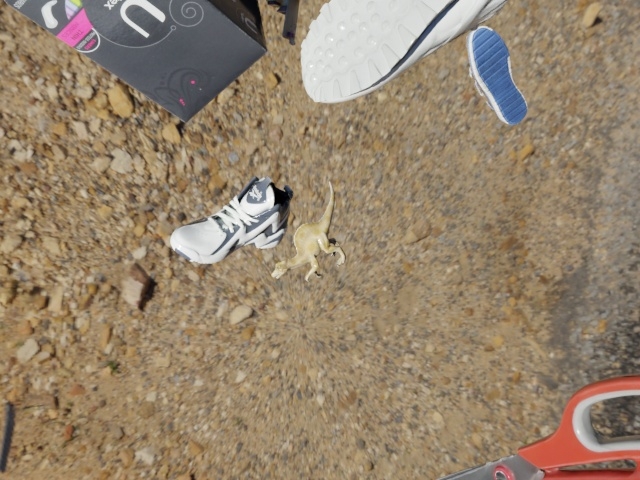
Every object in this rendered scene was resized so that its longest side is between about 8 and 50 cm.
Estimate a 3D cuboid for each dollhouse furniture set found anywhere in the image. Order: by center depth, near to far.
[{"bbox_3d":[-0.075,-0.334,0.957,0.090,0.114,0.081,15,99,38],"label":"dollhouse furniture set"}]

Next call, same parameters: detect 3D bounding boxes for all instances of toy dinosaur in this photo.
[{"bbox_3d":[0.000,0.000,1.056,0.092,0.053,0.183,43,75,-28],"label":"toy dinosaur"}]

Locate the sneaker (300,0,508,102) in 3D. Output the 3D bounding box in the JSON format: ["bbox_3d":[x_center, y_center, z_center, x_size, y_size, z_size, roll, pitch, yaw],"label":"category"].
[{"bbox_3d":[0.081,-0.180,0.526,0.235,0.094,0.090,-29,75,37],"label":"sneaker"}]

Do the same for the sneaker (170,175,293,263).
[{"bbox_3d":[-0.142,-0.049,1.152,0.234,0.153,0.094,-5,47,-35],"label":"sneaker"}]

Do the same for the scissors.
[{"bbox_3d":[0.137,0.146,0.443,0.021,0.297,0.109,-15,88,-35],"label":"scissors"}]

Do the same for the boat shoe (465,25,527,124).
[{"bbox_3d":[0.277,-0.272,1.087,0.066,0.066,0.183,-34,121,-2],"label":"boat shoe"}]

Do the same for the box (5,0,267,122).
[{"bbox_3d":[-0.220,-0.304,0.825,0.165,0.270,0.144,-34,48,26],"label":"box"}]
